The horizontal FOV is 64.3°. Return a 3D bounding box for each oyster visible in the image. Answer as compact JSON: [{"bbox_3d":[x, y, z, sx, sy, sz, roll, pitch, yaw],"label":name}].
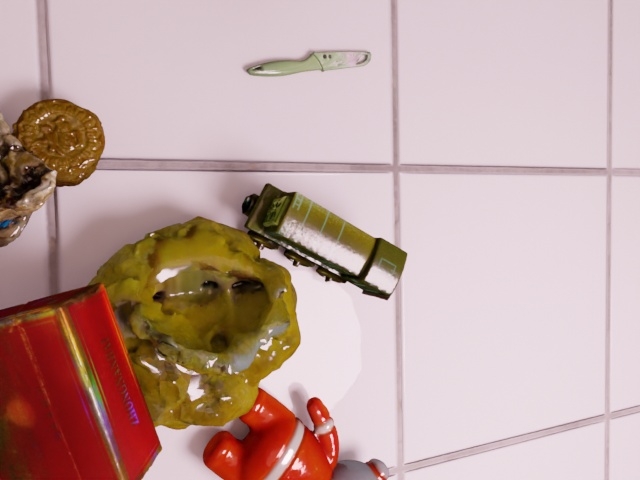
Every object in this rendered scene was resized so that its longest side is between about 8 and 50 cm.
[{"bbox_3d":[-0.421,-0.066,0.538,0.223,0.083,0.214,-42,100,3],"label":"oyster"}]

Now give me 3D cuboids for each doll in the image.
[{"bbox_3d":[-0.005,0.357,0.743,0.336,0.105,0.200,41,75,-12],"label":"doll"}]

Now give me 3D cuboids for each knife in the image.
[{"bbox_3d":[-0.013,-0.264,0.755,0.207,0.014,0.030,-14,98,-24],"label":"knife"}]

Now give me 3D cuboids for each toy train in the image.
[{"bbox_3d":[0.000,0.000,0.704,0.225,0.137,0.090,28,81,-23],"label":"toy train"}]

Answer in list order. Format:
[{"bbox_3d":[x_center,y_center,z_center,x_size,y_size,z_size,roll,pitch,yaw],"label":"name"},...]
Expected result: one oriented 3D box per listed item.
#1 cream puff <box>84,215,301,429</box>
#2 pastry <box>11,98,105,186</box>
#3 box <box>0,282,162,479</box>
[{"bbox_3d":[-0.148,0.104,0.621,0.281,0.185,0.282,-2,95,-22],"label":"cream puff"},{"bbox_3d":[-0.313,-0.115,0.611,0.109,0.057,0.097,-42,102,-19],"label":"pastry"},{"bbox_3d":[-0.347,0.180,0.520,0.313,0.089,0.198,-14,98,8],"label":"box"}]
